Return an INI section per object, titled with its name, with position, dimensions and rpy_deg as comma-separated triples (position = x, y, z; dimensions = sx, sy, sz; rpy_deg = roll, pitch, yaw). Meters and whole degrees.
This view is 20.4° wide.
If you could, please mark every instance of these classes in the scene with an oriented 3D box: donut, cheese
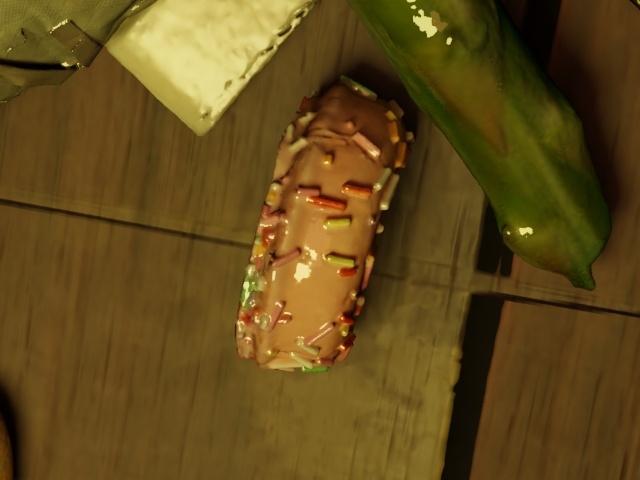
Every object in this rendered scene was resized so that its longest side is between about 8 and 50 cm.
[donut]
position = 0.000, 0.000, 0.930
dimensions = 0.065, 0.117, 0.166
rpy_deg = 15, 104, 7
[cheese]
position = 0.042, -0.222, 0.918
dimensions = 0.085, 0.034, 0.400
rpy_deg = 44, 103, -1

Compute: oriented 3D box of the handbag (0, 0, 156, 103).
[handbag]
position = -0.197, -0.117, 0.923
dimensions = 0.270, 0.117, 0.182
rpy_deg = -37, 101, 11

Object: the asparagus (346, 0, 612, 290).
[asparagus]
position = 0.056, -0.114, 0.895
dimensions = 0.082, 0.085, 0.343
rpy_deg = -31, 117, 16

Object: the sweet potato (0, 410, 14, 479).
[sweet potato]
position = -0.232, 0.061, 0.997
dimensions = 0.065, 0.051, 0.218
rpy_deg = -24, 99, 9

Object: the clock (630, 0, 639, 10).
[clock]
position = 0.258, -0.220, 0.875
dimensions = 0.277, 0.071, 0.293
rpy_deg = 18, 104, -3
